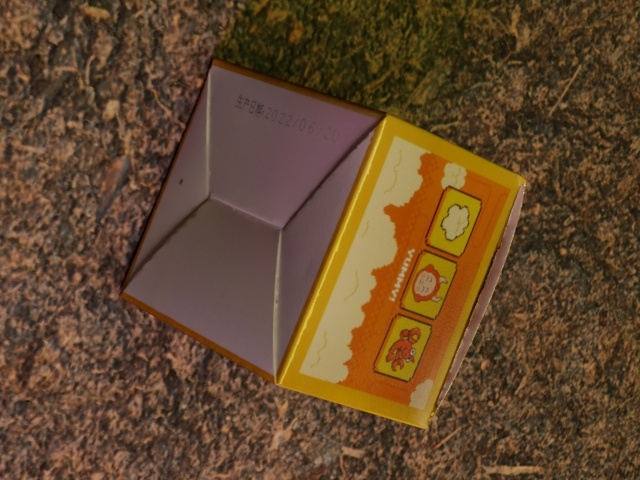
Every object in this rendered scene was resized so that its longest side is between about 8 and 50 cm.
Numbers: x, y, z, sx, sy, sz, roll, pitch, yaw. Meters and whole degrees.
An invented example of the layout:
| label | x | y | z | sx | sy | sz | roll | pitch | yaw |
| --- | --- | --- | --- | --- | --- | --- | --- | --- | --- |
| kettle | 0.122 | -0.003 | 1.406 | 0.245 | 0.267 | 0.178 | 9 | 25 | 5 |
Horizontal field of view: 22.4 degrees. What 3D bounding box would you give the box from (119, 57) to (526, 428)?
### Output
| label | x | y | z | sx | sy | sz | roll | pitch | yaw |
| --- | --- | --- | --- | --- | --- | --- | --- | --- | --- |
| box | 0.000 | 0.000 | 1.539 | 0.213 | 0.283 | 0.260 | 19 | 93 | -39 |
